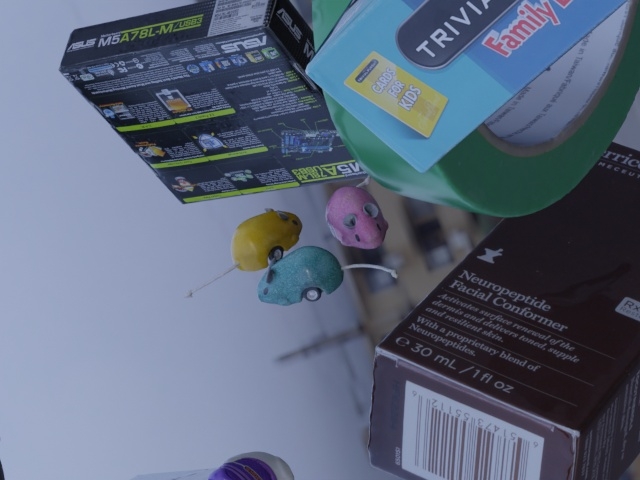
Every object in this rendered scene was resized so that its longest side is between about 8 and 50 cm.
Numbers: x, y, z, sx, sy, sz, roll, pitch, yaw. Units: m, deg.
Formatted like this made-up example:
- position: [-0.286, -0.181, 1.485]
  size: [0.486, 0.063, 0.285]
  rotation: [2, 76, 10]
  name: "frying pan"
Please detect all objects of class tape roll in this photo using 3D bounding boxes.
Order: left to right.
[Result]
- position: [0.122, -0.178, 1.300]
  size: [0.321, 0.077, 0.321]
  rotation: [-21, -62, -48]
  name: "tape roll"

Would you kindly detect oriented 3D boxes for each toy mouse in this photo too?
- position: [0.000, 0.000, 1.387]
  size: [0.143, 0.161, 0.031]
  rotation: [18, 138, 48]
  name: "toy mouse"

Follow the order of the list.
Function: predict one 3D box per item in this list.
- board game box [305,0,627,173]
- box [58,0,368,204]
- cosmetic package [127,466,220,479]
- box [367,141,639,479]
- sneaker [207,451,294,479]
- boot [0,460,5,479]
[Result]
- position: [0.148, -0.216, 0.932]
  size: [0.079, 0.254, 0.336]
  rotation: [40, -134, -9]
  name: "board game box"
- position: [-0.070, -0.104, 1.499]
  size: [0.184, 0.190, 0.045]
  rotation: [46, -135, -44]
  name: "box"
- position: [-0.143, 0.253, 1.807]
  size: [0.239, 0.099, 0.060]
  rotation: [-15, 94, 57]
  name: "cosmetic package"
- position: [0.221, 0.075, 1.701]
  size: [0.381, 0.191, 0.143]
  rotation: [-42, -36, -44]
  name: "box"
- position: [-0.050, 0.241, 1.443]
  size: [0.071, 0.068, 0.170]
  rotation: [-10, -96, -41]
  name: "sneaker"
- position: [-0.295, 0.295, 1.646]
  size: [0.260, 0.131, 0.348]
  rotation: [65, -165, -3]
  name: "boot"
